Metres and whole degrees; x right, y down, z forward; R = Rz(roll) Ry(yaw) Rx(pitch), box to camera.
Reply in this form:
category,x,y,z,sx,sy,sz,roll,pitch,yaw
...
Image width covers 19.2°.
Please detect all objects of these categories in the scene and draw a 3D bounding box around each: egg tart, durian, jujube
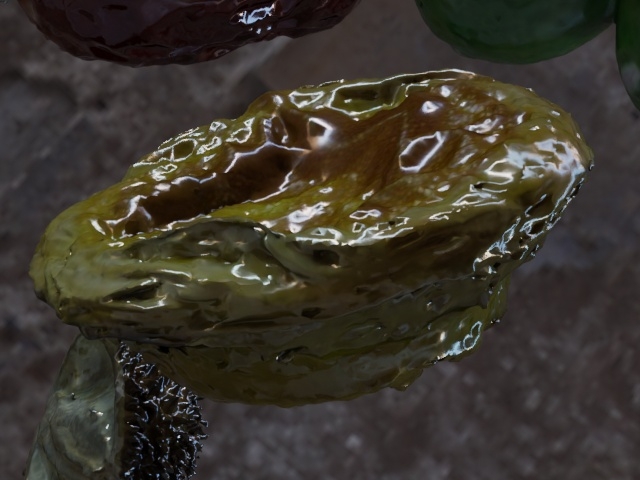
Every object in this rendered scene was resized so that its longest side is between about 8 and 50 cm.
category,x,y,z,sx,sy,sz,roll,pitch,yaw
egg tart,0.000,0.000,0.422,0.130,0.130,0.052,9,-60,47
durian,-0.118,0.131,1.168,0.091,0.148,0.188,20,8,-22
jujube,-0.067,-0.177,1.085,0.155,0.230,0.155,10,-78,57

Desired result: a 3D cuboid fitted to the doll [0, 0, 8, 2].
category,x,y,z,sx,sy,sz,roll,pitch,yaw
doll,-0.211,-0.248,1.400,0.105,0.221,0.115,52,15,-32

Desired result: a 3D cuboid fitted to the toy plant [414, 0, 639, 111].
category,x,y,z,sx,sy,sz,roll,pitch,yaw
toy plant,0.170,-0.169,0.976,0.218,0.175,0.235,37,-68,24
